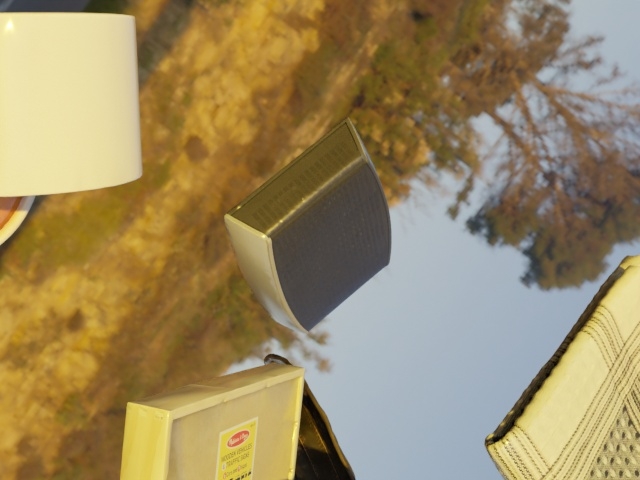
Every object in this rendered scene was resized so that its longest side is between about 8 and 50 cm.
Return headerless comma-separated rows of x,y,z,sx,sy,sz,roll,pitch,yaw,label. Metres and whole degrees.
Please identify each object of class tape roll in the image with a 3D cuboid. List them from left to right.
-0.307,-0.144,1.029,0.246,0.246,0.169,-104,-167,-78,tape roll

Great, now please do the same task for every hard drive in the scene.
0.000,0.000,1.046,0.172,0.054,0.255,-39,154,-11,hard drive

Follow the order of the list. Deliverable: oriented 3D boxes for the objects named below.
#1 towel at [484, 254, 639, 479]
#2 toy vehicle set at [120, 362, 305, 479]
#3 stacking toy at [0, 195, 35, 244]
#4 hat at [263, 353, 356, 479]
0.327,0.211,1.001,0.056,0.312,0.324,-19,-161,51,towel
-0.085,0.201,0.849,0.267,0.035,0.166,1,95,-69,toy vehicle set
-0.578,-0.090,1.254,0.351,0.350,0.480,-52,-174,11,stacking toy
-0.028,0.307,1.220,0.134,0.331,0.331,-29,-177,-14,hat
